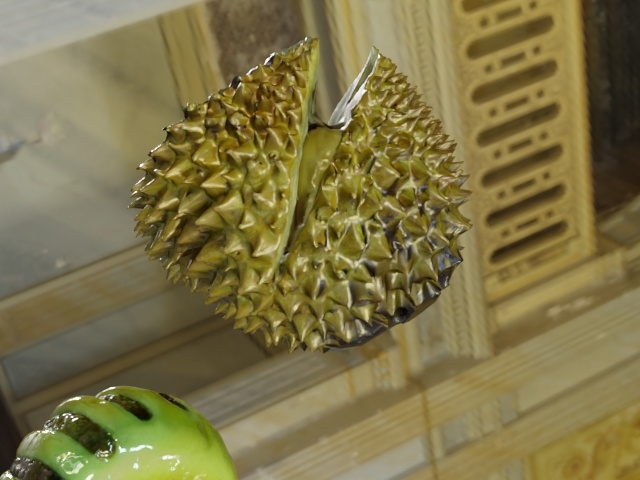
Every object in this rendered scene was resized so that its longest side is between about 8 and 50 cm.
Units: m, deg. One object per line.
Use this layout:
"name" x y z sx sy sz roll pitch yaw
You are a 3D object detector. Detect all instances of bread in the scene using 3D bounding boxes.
"bread" -0.109 0.137 0.578 0.071 0.139 0.130 26 -14 41

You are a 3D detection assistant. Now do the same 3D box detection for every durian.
"durian" 0.000 0.000 0.690 0.137 0.193 0.237 59 1 18
